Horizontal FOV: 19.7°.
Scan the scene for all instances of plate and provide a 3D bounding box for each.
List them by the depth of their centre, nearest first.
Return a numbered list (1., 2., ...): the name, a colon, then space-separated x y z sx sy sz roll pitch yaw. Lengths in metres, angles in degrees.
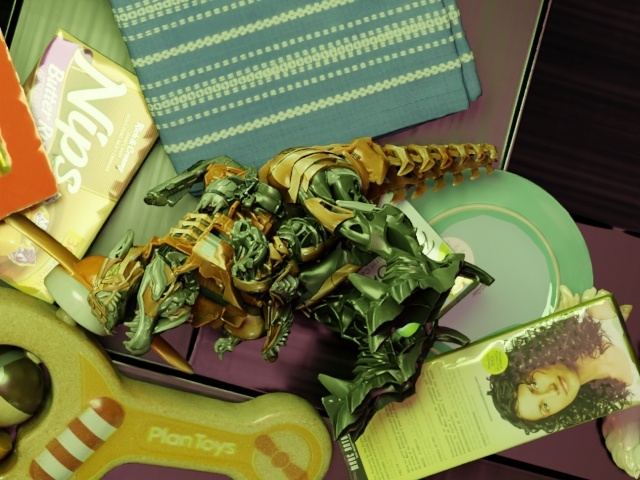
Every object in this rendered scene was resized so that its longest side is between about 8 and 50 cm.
1. plate: 0.123 0.036 1.443 0.188 0.024 0.188 0 88 -4

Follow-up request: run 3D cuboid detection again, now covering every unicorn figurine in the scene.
1. unicorn figurine: 0.232 0.111 1.434 0.162 0.060 0.111 33 90 4

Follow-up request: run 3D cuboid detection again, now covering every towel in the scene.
1. towel: -0.039 -0.210 1.341 0.243 0.040 0.336 -18 113 3

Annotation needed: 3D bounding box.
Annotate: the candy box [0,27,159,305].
1. candy box: -0.201 -0.054 1.409 0.109 0.053 0.187 32 87 -4

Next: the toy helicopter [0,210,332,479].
1. toy helicopter: -0.154 0.114 1.363 0.355 0.140 0.235 12 103 -19

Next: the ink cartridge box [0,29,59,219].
1. ink cartridge box: -0.413 -0.101 1.312 0.385 0.091 0.308 -22 88 19

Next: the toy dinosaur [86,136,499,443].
1. toy dinosaur: 0.000 0.000 1.312 0.322 0.164 0.218 -38 65 -9

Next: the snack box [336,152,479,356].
1. snack box: 0.038 0.012 1.413 0.100 0.037 0.141 -41 77 1

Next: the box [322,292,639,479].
1. box: 0.125 0.117 1.393 0.232 0.058 0.087 -22 89 12
